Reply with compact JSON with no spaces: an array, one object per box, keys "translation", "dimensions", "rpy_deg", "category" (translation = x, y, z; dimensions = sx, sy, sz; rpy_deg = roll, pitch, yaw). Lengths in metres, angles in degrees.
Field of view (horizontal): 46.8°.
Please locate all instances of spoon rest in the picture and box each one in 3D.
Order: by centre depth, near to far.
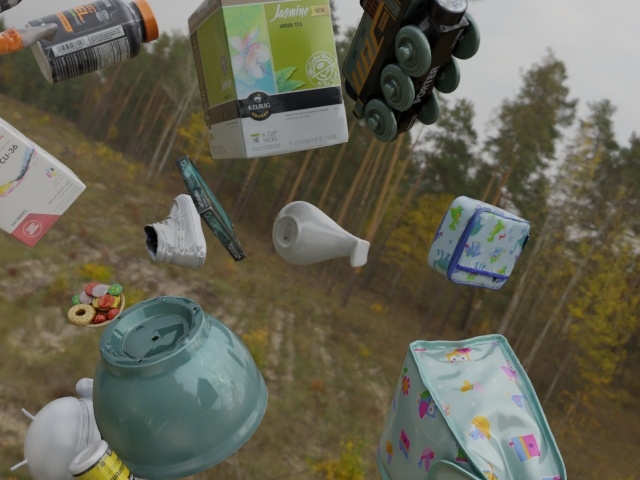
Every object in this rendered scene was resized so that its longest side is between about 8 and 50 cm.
[{"translation":[0.000,0.000,1.533],"dimensions":[0.084,0.137,0.276],"rpy_deg":[6,9,-45],"category":"spoon rest"}]

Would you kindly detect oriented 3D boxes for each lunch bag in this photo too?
[{"translation":[0.177,0.278,0.862],"dimensions":[0.160,0.223,0.262],"rpy_deg":[-2,40,-16],"category":"lunch bag"},{"translation":[0.330,0.013,1.529],"dimensions":[0.219,0.176,0.090],"rpy_deg":[14,15,-45],"category":"lunch bag"}]

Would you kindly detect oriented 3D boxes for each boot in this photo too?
[{"translation":[-0.352,-0.033,1.731],"dimensions":[0.124,0.095,0.258],"rpy_deg":[9,30,-27],"category":"boot"}]

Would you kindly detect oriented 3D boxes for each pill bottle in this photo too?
[{"translation":[-0.313,0.360,1.096],"dimensions":[0.116,0.065,0.065],"rpy_deg":[58,-8,-15],"category":"pill bottle"},{"translation":[-0.459,-0.417,1.509],"dimensions":[0.130,0.246,0.130],"rpy_deg":[49,-26,34],"category":"pill bottle"}]

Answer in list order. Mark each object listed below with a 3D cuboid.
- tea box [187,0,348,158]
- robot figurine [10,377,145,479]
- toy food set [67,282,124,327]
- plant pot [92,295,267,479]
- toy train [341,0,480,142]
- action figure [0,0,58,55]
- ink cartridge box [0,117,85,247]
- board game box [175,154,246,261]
[{"translation":[-0.118,-0.341,1.521],"dimensions":[0.220,0.323,0.329],"rpy_deg":[-13,10,-18],"category":"tea box"},{"translation":[-0.492,0.455,1.633],"dimensions":[0.354,0.299,0.200],"rpy_deg":[16,-37,-33],"category":"robot figurine"},{"translation":[-0.342,0.098,1.133],"dimensions":[0.083,0.082,0.020],"rpy_deg":[-2,-43,4],"category":"toy food set"},{"translation":[-0.254,0.218,1.233],"dimensions":[0.293,0.293,0.196],"rpy_deg":[26,-40,45],"category":"plant pot"},{"translation":[0.130,-0.304,1.196],"dimensions":[0.190,0.142,0.334],"rpy_deg":[58,-24,17],"category":"toy train"},{"translation":[-0.523,-0.333,0.983],"dimensions":[0.179,0.330,0.341],"rpy_deg":[-2,-52,23],"category":"action figure"},{"translation":[-0.428,-0.092,0.971],"dimensions":[0.067,0.115,0.198],"rpy_deg":[38,-3,46],"category":"ink cartridge box"},{"translation":[-0.191,-0.053,1.306],"dimensions":[0.126,0.026,0.186],"rpy_deg":[61,-1,30],"category":"board game box"}]
